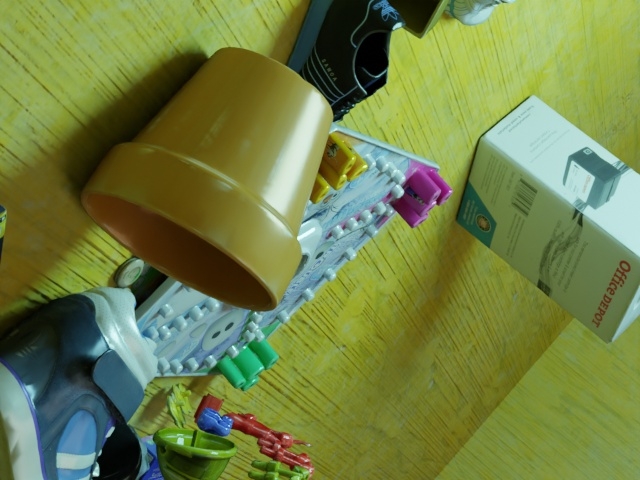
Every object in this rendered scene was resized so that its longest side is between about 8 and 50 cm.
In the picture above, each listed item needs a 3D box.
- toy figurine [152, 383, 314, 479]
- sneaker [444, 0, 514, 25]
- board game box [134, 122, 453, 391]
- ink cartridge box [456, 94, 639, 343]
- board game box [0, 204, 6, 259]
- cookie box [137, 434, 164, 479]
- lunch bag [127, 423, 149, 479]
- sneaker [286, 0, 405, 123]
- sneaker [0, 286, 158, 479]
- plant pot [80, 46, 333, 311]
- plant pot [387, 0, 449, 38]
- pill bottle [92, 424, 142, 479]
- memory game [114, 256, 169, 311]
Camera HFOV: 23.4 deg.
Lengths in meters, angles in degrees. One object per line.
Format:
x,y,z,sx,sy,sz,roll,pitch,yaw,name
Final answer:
-0.137,0.317,1.795,0.362,0.191,0.217,-119,-125,-87,toy figurine
0.188,-0.285,1.758,0.071,0.083,0.190,-49,162,-7,sneaker
-0.044,0.040,1.790,0.390,0.050,0.390,-45,162,13,board game box
0.370,-0.030,2.278,0.129,0.307,0.223,-39,158,-28,ink cartridge box
-0.353,0.065,1.251,0.194,0.060,0.194,-34,156,-39,board game box
-0.225,0.300,1.985,0.107,0.040,0.092,-55,160,15,cookie box
-0.247,0.267,1.865,0.071,0.053,0.083,-41,149,-29,lunch bag
0.017,-0.162,1.593,0.081,0.090,0.232,-33,154,-39,sneaker
-0.241,0.199,1.564,0.236,0.130,0.322,-33,136,-39,sneaker
-0.086,-0.066,1.423,0.188,0.205,0.205,-61,164,-16,plant pot
0.105,-0.270,1.614,0.081,0.081,0.083,-60,168,26,plant pot
-0.282,0.297,1.734,0.123,0.123,0.219,-30,152,-45,pill bottle
-0.166,0.033,1.671,0.186,0.012,0.186,-43,159,-21,memory game
